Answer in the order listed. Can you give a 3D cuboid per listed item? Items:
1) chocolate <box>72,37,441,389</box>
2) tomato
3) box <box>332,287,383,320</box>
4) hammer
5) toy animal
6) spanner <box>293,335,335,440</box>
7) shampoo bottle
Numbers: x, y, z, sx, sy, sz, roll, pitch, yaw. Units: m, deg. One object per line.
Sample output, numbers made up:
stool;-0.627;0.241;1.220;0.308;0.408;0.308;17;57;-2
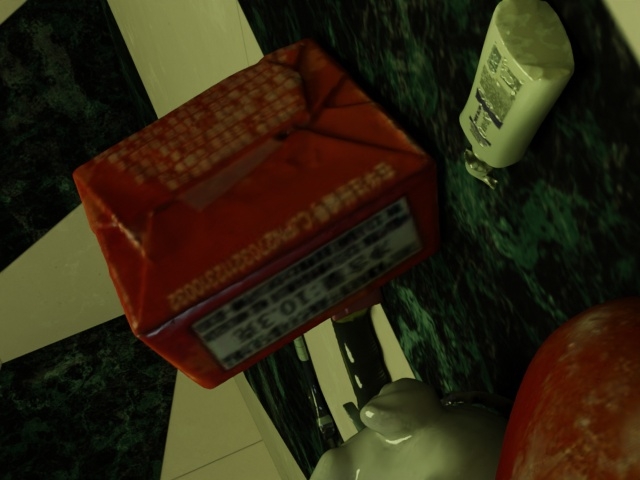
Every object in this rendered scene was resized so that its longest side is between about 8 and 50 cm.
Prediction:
chocolate;-0.051;-0.025;0.770;0.235;0.237;0.108;52;171;50
tomato;0.141;0.143;0.434;0.233;0.139;0.200;-124;23;-47
box;0.000;0.000;1.000;0.156;0.060;0.111;43;152;58
hammer;0.052;0.152;1.087;0.159;0.041;0.226;39;150;63
toy animal;0.128;0.250;0.682;0.325;0.154;0.208;45;141;10
spanner;-0.033;0.172;1.547;0.087;0.024;0.316;-126;17;-66
shampoo bottle;0.095;-0.069;0.516;0.049;0.034;0.141;57;166;16
